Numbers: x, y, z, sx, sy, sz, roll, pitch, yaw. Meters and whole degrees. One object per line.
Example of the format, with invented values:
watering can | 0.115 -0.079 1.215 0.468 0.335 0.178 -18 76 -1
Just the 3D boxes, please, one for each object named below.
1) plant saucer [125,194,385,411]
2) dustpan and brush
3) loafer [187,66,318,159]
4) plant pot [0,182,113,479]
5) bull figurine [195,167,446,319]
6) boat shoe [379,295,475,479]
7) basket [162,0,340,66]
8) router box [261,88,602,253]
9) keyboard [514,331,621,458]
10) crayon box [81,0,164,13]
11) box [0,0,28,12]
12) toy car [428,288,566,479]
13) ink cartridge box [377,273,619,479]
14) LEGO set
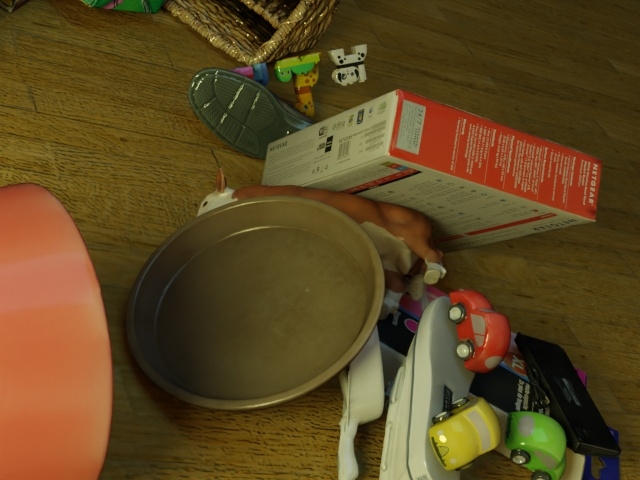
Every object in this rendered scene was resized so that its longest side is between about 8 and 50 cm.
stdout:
plant saucer | -0.067 0.067 1.330 0.277 0.041 0.278 -8 49 9
dustpan and brush | 0.036 0.172 1.353 0.060 0.147 0.211 -6 59 -7
loafer | -0.072 -0.160 1.774 0.267 0.096 0.084 28 10 -20
plant pot | -0.327 0.099 0.993 0.243 0.275 0.275 -6 46 -35
bull figurine | 0.000 0.000 1.514 0.310 0.101 0.188 4 34 -14
boat shoe | 0.108 0.169 1.389 0.095 0.084 0.258 48 37 -26
basket | -0.120 -0.443 2.000 0.299 0.213 0.223 39 30 13
router box | 0.129 -0.075 1.604 0.301 0.335 0.082 16 76 -26
keyboard | 0.283 0.184 1.518 0.108 0.023 0.180 18 32 -34
crayon box | -0.366 -0.444 1.872 0.278 0.081 0.165 39 21 19
box | -0.442 -0.374 1.789 0.094 0.027 0.137 32 30 -3
toy car | 0.212 0.189 1.391 0.225 0.053 0.239 45 39 -27
ink cartridge box | 0.223 0.182 1.550 0.370 0.069 0.176 31 30 -6
LEGO set | -0.042 -0.223 1.874 0.227 0.093 0.087 -14 10 -18
